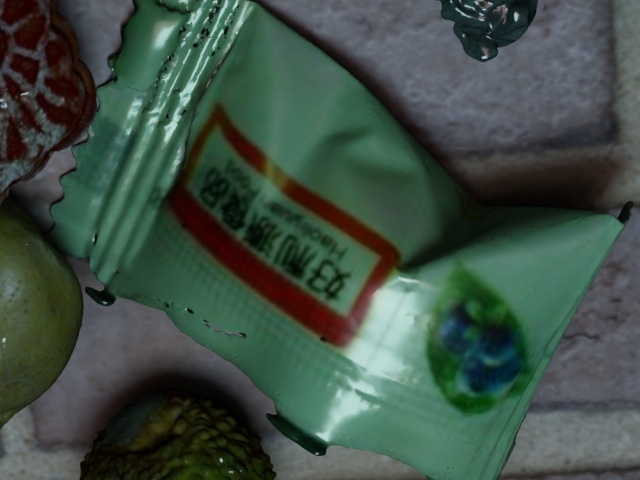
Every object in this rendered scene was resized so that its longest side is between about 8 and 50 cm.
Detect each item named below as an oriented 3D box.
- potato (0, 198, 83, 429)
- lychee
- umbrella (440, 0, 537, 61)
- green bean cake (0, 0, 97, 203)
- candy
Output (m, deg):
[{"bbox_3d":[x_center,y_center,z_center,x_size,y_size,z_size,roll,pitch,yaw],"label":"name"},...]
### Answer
[{"bbox_3d":[-0.293,0.076,1.465,0.251,0.159,0.174,-43,81,6],"label":"potato"},{"bbox_3d":[-0.104,0.202,1.518,0.171,0.171,0.171,1,116,2],"label":"lychee"},{"bbox_3d":[0.223,-0.238,1.321,0.349,0.094,0.143,-21,108,10],"label":"umbrella"},{"bbox_3d":[-0.273,-0.102,1.340,0.233,0.097,0.198,-34,124,-23],"label":"green bean cake"},{"bbox_3d":[0.001,-0.002,1.432,0.398,0.172,0.263,32,104,9],"label":"candy"}]
